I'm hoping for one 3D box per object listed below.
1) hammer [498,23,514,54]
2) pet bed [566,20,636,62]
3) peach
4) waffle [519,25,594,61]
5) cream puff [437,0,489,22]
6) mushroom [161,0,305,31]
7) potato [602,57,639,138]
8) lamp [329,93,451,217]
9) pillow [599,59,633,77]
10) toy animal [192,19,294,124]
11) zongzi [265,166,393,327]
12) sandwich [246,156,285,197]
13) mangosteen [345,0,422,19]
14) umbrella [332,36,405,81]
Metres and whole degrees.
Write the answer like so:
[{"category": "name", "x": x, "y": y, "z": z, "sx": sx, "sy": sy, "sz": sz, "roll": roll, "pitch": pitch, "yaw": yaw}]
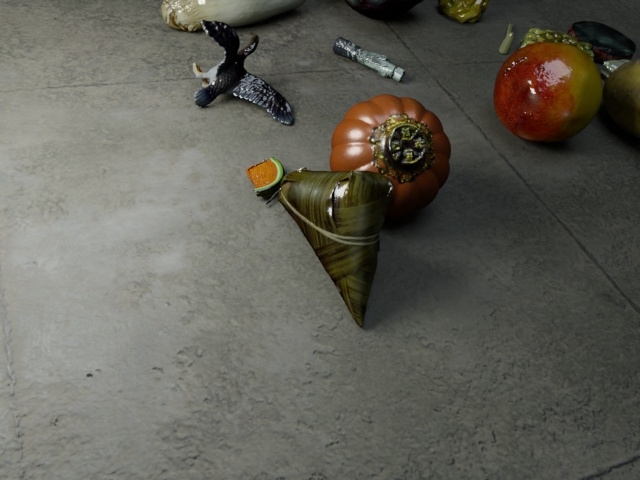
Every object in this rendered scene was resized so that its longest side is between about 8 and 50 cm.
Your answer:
[{"category": "hammer", "x": 0.534, "y": -0.590, "z": 1.738, "sx": 0.028, "sy": 0.060, "sz": 0.195, "roll": 20, "pitch": 41, "yaw": 5}, {"category": "pet bed", "x": 0.823, "y": -0.586, "z": 1.810, "sx": 0.201, "sy": 0.053, "sz": 0.201, "roll": 9, "pitch": 46, "yaw": -9}, {"category": "peach", "x": 0.504, "y": -0.328, "z": 1.374, "sx": 0.231, "sy": 0.231, "sz": 0.231, "roll": 8, "pitch": 46, "yaw": -8}, {"category": "waffle", "x": 0.649, "y": -0.512, "z": 1.691, "sx": 0.208, "sy": 0.054, "sz": 0.214, "roll": 22, "pitch": 51, "yaw": 1}, {"category": "cream puff", "x": 0.421, "y": -0.702, "z": 1.770, "sx": 0.146, "sy": 0.116, "sz": 0.146, "roll": 10, "pitch": 47, "yaw": -11}, {"category": "mushroom", "x": -0.200, "y": -0.593, "z": 1.491, "sx": 0.177, "sy": 0.126, "sz": 0.397, "roll": 31, "pitch": 47, "yaw": 28}, {"category": "potato", "x": 0.810, "y": -0.340, "z": 1.476, "sx": 0.229, "sy": 0.229, "sz": 0.266, "roll": -24, "pitch": 53, "yaw": -32}, {"category": "lamp", "x": 0.125, "y": -0.151, "z": 1.105, "sx": 0.223, "sy": 0.196, "sz": 0.223, "roll": 1, "pitch": 85, "yaw": -10}, {"category": "pillow", "x": 0.885, "y": -0.418, "z": 1.671, "sx": 0.148, "sy": 0.050, "sz": 0.229, "roll": -20, "pitch": 58, "yaw": -25}, {"category": "toy animal", "x": -0.187, "y": -0.363, "z": 1.257, "sx": 0.160, "sy": 0.272, "sz": 0.197, "roll": -18, "pitch": 50, "yaw": 17}, {"category": "zongzi", "x": 0.000, "y": 0.000, "z": 1.024, "sx": 0.111, "sy": 0.241, "sz": 0.248, "roll": 4, "pitch": 5, "yaw": -38}, {"category": "sandwich", "x": -0.099, "y": -0.117, "z": 1.133, "sx": 0.069, "sy": 0.026, "sz": 0.101, "roll": -8, "pitch": 47, "yaw": -17}, {"category": "mangosteen", "x": 0.177, "y": -0.720, "z": 1.621, "sx": 0.288, "sy": 0.288, "sz": 0.288, "roll": 8, "pitch": 46, "yaw": -8}, {"category": "umbrella", "x": 0.118, "y": -0.439, "z": 1.479, "sx": 0.188, "sy": 0.046, "sz": 0.050, "roll": 29, "pitch": 90, "yaw": 13}]
